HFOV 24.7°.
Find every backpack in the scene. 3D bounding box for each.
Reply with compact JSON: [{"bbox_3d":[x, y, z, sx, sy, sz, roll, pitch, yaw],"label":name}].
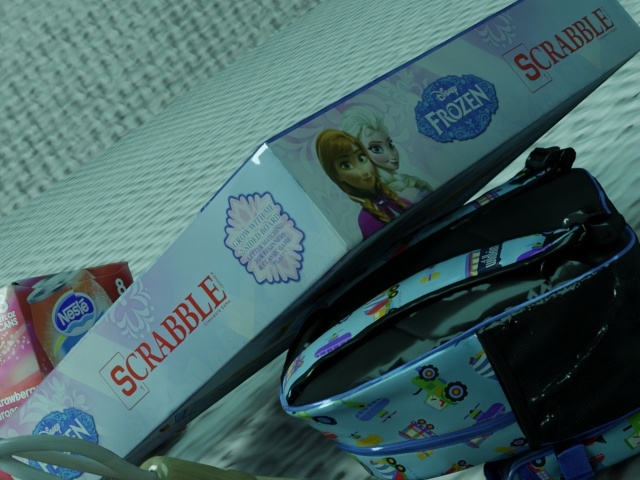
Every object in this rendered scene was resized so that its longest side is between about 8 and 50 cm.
[{"bbox_3d":[0.073,0.052,0.672,0.173,0.117,0.158,-29,14,8],"label":"backpack"}]

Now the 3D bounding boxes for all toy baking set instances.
[{"bbox_3d":[-0.042,0.099,0.584,0.256,0.030,0.197,2,-16,13],"label":"toy baking set"}]

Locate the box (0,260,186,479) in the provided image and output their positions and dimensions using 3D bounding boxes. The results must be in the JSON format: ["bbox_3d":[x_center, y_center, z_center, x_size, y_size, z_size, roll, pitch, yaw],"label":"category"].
[{"bbox_3d":[-0.238,0.117,1.018,0.257,0.128,0.123,-23,-5,33],"label":"box"}]

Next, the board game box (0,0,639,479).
[{"bbox_3d":[0.000,0.000,0.838,0.319,0.066,0.318,-33,-8,-47],"label":"board game box"}]
